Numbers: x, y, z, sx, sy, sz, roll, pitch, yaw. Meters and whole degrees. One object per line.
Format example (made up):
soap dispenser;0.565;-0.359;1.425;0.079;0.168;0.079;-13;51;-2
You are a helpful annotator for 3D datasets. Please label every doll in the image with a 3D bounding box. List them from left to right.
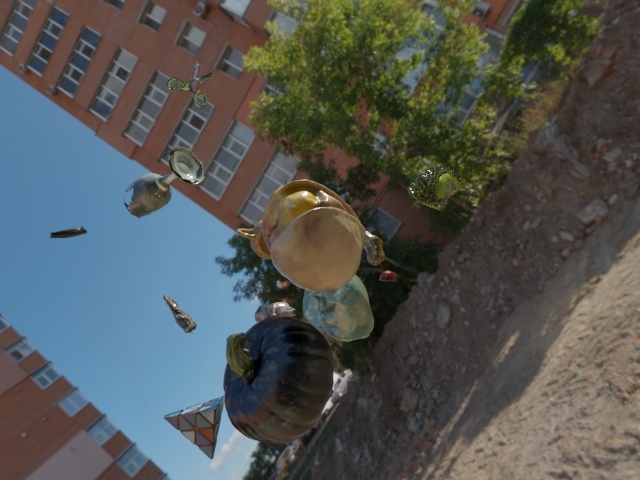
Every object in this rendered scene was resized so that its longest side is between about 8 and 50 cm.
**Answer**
doll;-0.213;0.337;1.907;0.192;0.095;0.149;-4;-1;-29

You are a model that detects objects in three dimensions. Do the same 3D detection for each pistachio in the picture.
pistachio;-0.010;-0.002;0.940;0.229;0.230;0.308;-52;-36;-16

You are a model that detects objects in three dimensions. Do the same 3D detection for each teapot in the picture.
teapot;-0.265;-0.022;1.987;0.312;0.167;0.203;7;-74;-33

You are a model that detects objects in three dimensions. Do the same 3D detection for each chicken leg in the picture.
chicken leg;-0.129;-0.369;1.610;0.021;0.036;0.083;-58;-45;-13

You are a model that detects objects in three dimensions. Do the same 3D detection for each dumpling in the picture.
dumpling;0.089;0.259;1.719;0.212;0.320;0.269;25;-73;-37

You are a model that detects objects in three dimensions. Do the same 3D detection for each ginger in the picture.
ginger;0.233;0.033;1.824;0.096;0.190;0.068;7;-39;-26

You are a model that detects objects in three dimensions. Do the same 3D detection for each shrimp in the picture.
shrimp;-0.603;0.304;1.726;0.058;0.253;0.173;-37;-61;-24

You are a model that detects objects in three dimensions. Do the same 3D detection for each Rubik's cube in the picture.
Rubik's cube;-0.474;0.795;1.826;0.285;0.249;0.234;-23;8;22

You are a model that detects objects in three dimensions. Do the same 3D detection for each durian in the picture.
durian;0.469;-0.212;1.666;0.158;0.168;0.352;-31;1;39

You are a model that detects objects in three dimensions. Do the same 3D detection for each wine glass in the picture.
wine glass;-0.549;-0.189;1.407;0.321;0.143;0.143;-28;1;29

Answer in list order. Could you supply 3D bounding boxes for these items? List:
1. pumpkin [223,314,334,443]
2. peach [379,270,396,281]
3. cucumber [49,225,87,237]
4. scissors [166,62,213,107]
pumpkin;-0.121;0.311;0.943;0.295;0.296;0.295;-51;-15;-19
peach;0.300;0.159;1.807;0.083;0.078;0.050;25;-114;-71
cucumber;-0.972;-0.027;1.573;0.033;0.034;0.135;-45;-8;31
scissors;-0.413;-0.520;1.336;0.020;0.134;0.187;-39;28;46
